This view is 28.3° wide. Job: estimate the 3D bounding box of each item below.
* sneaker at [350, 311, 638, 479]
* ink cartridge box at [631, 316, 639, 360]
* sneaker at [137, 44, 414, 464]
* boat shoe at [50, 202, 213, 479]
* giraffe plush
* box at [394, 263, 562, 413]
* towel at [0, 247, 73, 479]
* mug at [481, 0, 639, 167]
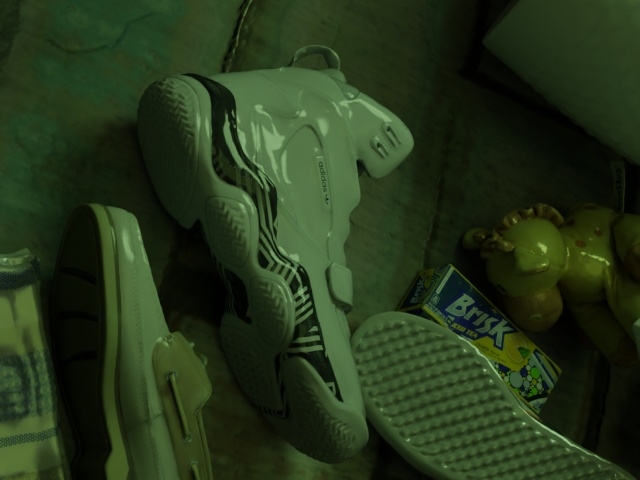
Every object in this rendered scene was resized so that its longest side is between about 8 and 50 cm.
[{"bbox_3d":[0.155,0.195,1.197,0.321,0.127,0.126,38,77,9],"label":"sneaker"},{"bbox_3d":[0.464,0.038,1.140,0.296,0.261,0.066,-33,112,-43],"label":"ink cartridge box"},{"bbox_3d":[0.000,0.000,1.125,0.210,0.137,0.365,-25,90,-29],"label":"sneaker"},{"bbox_3d":[-0.149,0.118,1.036,0.103,0.113,0.302,-6,93,-33],"label":"boat shoe"},{"bbox_3d":[0.242,0.029,1.259,0.171,0.181,0.210,-6,76,-23],"label":"giraffe plush"},{"bbox_3d":[0.155,0.100,1.247,0.169,0.054,0.059,43,62,-17],"label":"box"},{"bbox_3d":[-0.295,0.156,0.980,0.209,0.034,0.285,-7,84,-31],"label":"towel"},{"bbox_3d":[0.381,-0.212,1.315,0.328,0.276,0.374,40,18,-2],"label":"mug"}]
